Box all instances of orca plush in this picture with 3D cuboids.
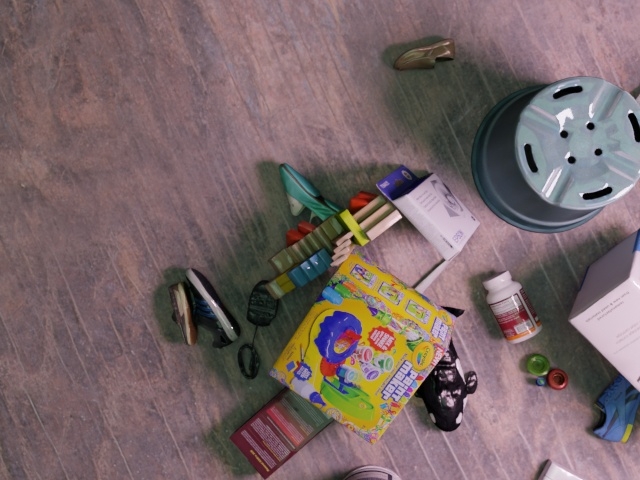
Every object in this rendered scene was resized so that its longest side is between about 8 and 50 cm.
[{"bbox_3d":[0.288,0.295,1.732,0.151,0.102,0.287,13,92,5],"label":"orca plush"}]

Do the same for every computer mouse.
[{"bbox_3d":[-0.147,0.209,1.809,0.071,0.041,0.242,15,99,3],"label":"computer mouse"}]

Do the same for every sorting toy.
[{"bbox_3d":[0.511,0.306,1.748,0.102,0.042,0.061,37,78,15],"label":"sorting toy"}]

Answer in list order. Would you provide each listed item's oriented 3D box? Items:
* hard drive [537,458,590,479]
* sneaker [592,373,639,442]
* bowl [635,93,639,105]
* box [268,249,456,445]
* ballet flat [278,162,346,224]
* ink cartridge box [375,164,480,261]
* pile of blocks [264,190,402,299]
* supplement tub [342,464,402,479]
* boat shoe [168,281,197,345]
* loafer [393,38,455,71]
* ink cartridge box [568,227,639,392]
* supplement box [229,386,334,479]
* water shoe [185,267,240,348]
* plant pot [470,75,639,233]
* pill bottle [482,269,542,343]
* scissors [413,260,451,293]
[{"bbox_3d":[0.542,0.708,1.743,0.233,0.047,0.353,28,94,4],"label":"hard drive"},{"bbox_3d":[0.667,0.346,1.716,0.082,0.069,0.209,16,92,9],"label":"sneaker"},{"bbox_3d":[0.824,-0.265,1.614,0.298,0.298,0.134,-34,116,5],"label":"bowl"},{"bbox_3d":[0.093,0.228,1.673,0.279,0.177,0.290,33,113,4],"label":"box"},{"bbox_3d":[-0.016,-0.075,1.767,0.247,0.083,0.087,38,102,4],"label":"ballet flat"},{"bbox_3d":[0.240,-0.078,1.675,0.224,0.223,0.045,46,118,3],"label":"ink cartridge box"},{"bbox_3d":[0.000,0.000,1.668,0.362,0.149,0.112,-35,96,18],"label":"pile of blocks"},{"bbox_3d":[0.111,0.609,1.667,0.191,0.272,0.191,0,91,6],"label":"supplement tub"},{"bbox_3d":[-0.326,0.175,1.815,0.049,0.056,0.152,-12,80,10],"label":"boat shoe"},{"bbox_3d":[0.240,-0.414,1.749,0.148,0.056,0.050,-20,83,5],"label":"loafer"},{"bbox_3d":[0.729,0.202,1.583,0.395,0.285,0.166,46,124,2],"label":"ink cartridge box"},{"bbox_3d":[-0.078,0.423,1.782,0.239,0.073,0.130,-41,86,4],"label":"supplement box"},{"bbox_3d":[-0.271,0.161,1.797,0.080,0.073,0.203,-35,87,7],"label":"water shoe"},{"bbox_3d":[0.503,-0.185,1.591,0.341,0.334,0.341,0,90,5],"label":"plant pot"},{"bbox_3d":[0.427,0.147,1.726,0.086,0.086,0.152,-27,88,5],"label":"pill bottle"},{"bbox_3d":[0.195,0.139,1.779,0.109,0.021,0.297,29,95,6],"label":"scissors"}]
